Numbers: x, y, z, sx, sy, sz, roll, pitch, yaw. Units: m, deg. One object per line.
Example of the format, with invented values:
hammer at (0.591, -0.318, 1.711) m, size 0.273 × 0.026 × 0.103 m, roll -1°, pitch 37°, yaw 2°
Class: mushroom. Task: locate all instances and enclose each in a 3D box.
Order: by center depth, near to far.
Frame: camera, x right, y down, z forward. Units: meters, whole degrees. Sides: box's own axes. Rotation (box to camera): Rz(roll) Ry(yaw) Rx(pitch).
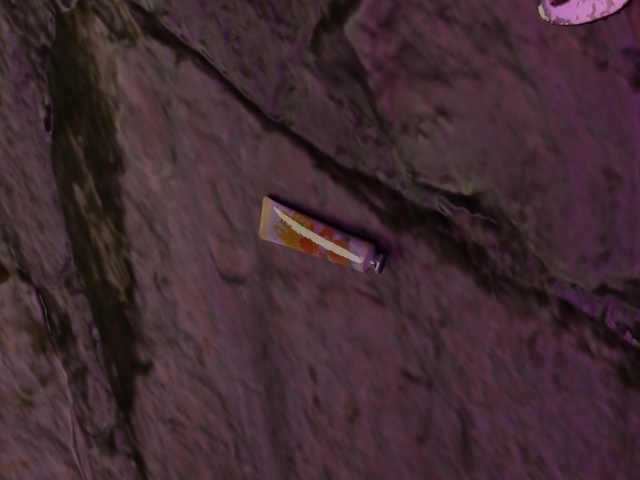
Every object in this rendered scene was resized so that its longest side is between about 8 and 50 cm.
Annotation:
mushroom at (0.181, -0.168, 0.995) m, size 0.101 × 0.019 × 0.049 m, roll -32°, pitch 98°, yaw 28°

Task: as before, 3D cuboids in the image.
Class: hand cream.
hand cream at (0.000, 0.000, 1.147) m, size 0.102 × 0.022 × 0.035 m, roll 21°, pitch 124°, yaw 19°
